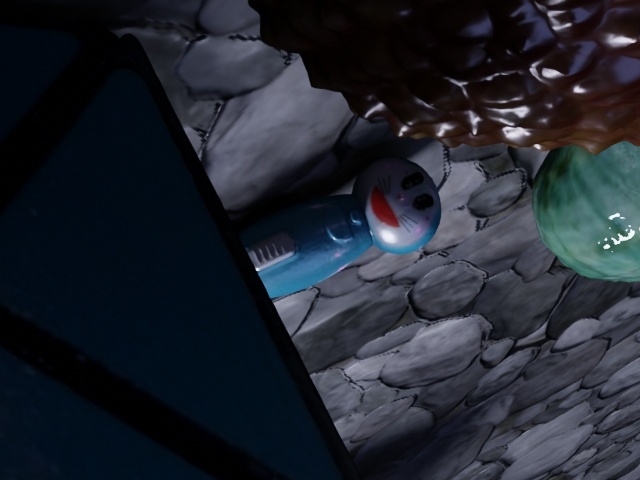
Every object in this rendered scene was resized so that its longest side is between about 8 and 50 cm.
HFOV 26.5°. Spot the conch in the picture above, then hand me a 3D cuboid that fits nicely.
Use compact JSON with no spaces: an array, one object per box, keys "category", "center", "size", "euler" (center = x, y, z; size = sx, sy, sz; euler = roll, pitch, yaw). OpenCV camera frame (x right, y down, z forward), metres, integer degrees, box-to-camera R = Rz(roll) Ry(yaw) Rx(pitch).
[{"category":"conch","center":[0.183,-0.055,0.691],"size":[0.176,0.122,0.188],"euler":[-51,158,-12]}]

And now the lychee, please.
[{"category":"lychee","center":[0.061,-0.118,0.428],"size":[0.188,0.188,0.188],"euler":[-23,151,-13]}]

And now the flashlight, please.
[{"category":"flashlight","center":[0.000,0.000,0.683],"size":[0.129,0.051,0.051],"euler":[-25,152,-1]}]

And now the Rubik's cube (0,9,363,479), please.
[{"category":"Rubik's cube","center":[-0.170,0.087,0.445],"size":[0.260,0.259,0.254],"euler":[-5,142,-41]}]
